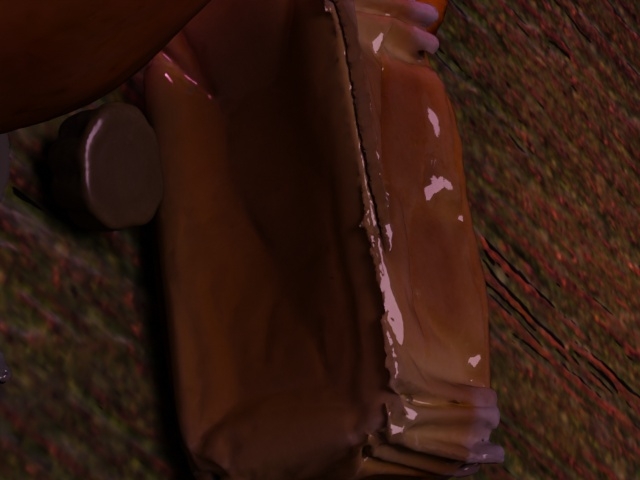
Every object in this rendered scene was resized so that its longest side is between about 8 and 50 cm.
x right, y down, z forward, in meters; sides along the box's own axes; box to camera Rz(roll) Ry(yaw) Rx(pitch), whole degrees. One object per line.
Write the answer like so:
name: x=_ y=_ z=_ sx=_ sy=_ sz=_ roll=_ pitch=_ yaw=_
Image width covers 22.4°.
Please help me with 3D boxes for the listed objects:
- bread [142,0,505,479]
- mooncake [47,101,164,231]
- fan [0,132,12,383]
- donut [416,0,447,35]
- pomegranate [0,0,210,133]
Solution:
bread: x=0.000 y=0.000 z=0.743 sx=0.107 sy=0.136 sz=0.241 roll=14 pitch=61 yaw=-51
mooncake: x=-0.119 y=-0.175 z=0.757 sx=0.150 sy=0.057 sz=0.347 roll=42 pitch=38 yaw=-48
fan: x=-0.161 y=-0.023 z=0.660 sx=0.113 sy=0.005 sz=0.175 roll=-18 pitch=84 yaw=-55
donut: x=-0.010 y=-0.160 z=0.885 sx=0.178 sy=0.065 sz=0.162 roll=-13 pitch=76 yaw=-53
pomegranate: x=-0.161 y=-0.213 z=0.501 sx=0.410 sy=0.410 sz=0.410 roll=29 pitch=50 yaw=-40
